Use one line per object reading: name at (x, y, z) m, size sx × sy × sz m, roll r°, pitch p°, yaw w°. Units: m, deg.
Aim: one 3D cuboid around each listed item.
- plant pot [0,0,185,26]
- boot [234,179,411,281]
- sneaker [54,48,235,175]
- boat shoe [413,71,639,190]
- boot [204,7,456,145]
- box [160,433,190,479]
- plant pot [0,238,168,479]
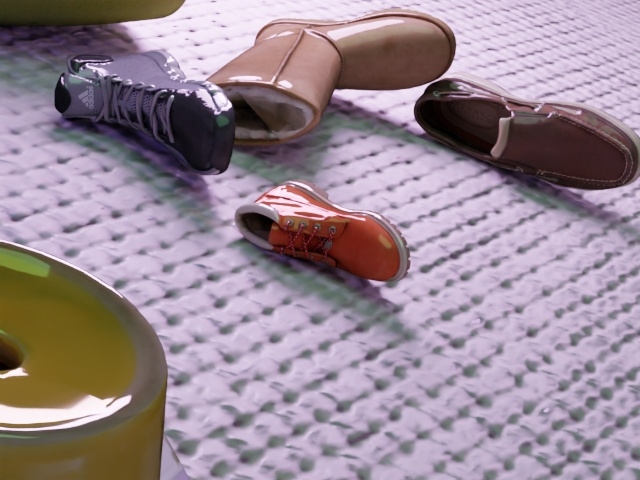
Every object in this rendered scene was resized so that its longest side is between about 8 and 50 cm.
plant pot at (-0.317, -0.327, 1.596) m, size 0.293 × 0.275 × 0.275 m, roll -20°, pitch 42°, yaw -30°
boot at (0.000, 0.000, 1.341) m, size 0.158 × 0.059 × 0.084 m, roll 25°, pitch 27°, yaw 34°
sneaker at (-0.172, -0.117, 1.442) m, size 0.132 × 0.086 × 0.228 m, roll 0°, pitch 20°, yaw -27°
boat shoe at (0.214, -0.107, 1.681) m, size 0.257 × 0.095 × 0.095 m, roll 19°, pitch 24°, yaw 29°
boot at (0.009, -0.163, 1.621) m, size 0.236 × 0.089 × 0.269 m, roll -2°, pitch 20°, yaw 12°
box at (-0.105, 0.168, 0.896) m, size 0.063 × 0.067 × 0.324 m, roll 4°, pitch 27°, yaw -30°
plant pot at (-0.175, 0.137, 0.699) m, size 0.254 × 0.239 × 0.254 m, roll 16°, pitch 25°, yaw -8°
